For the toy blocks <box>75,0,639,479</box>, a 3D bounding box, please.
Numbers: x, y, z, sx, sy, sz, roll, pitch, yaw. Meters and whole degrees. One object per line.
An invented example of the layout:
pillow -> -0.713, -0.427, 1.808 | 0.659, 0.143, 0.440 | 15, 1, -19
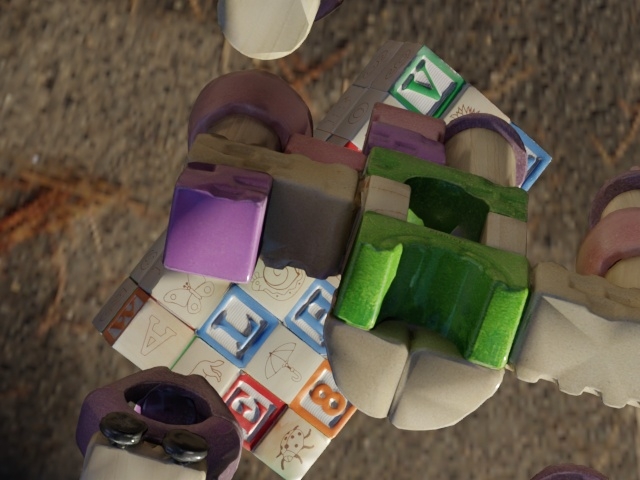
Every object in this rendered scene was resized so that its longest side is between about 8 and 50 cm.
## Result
toy blocks -> 0.056, -0.006, 0.999 | 0.288, 0.260, 0.309 | 16, 111, -1

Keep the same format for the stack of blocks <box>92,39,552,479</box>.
stack of blocks -> 0.000, 0.000, 1.389 | 0.171, 0.087, 0.297 | 40, 87, -18
